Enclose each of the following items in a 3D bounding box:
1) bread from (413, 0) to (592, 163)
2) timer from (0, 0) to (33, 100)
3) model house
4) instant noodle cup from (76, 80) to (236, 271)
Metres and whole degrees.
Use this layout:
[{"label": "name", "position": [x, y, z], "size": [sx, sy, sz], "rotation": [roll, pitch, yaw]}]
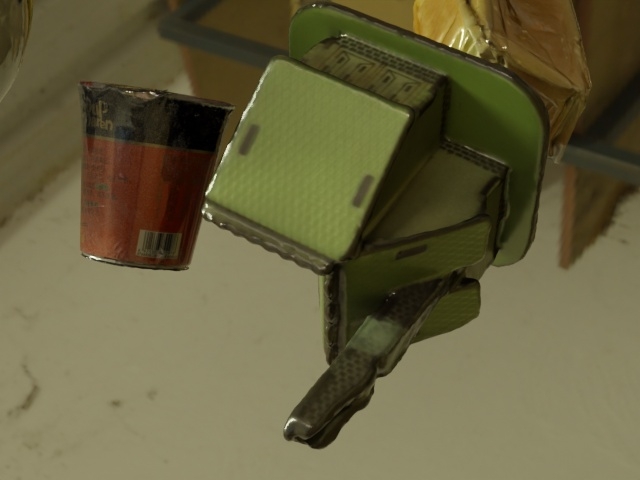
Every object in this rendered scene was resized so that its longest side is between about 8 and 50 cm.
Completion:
[{"label": "bread", "position": [0.158, -0.180, 1.129], "size": [0.107, 0.136, 0.241], "rotation": [-54, 23, 37]}, {"label": "timer", "position": [-0.356, -0.229, 0.993], "size": [0.285, 0.285, 0.285], "rotation": [-31, -48, -43]}, {"label": "model house", "position": [0.000, 0.000, 0.880], "size": [0.279, 0.218, 0.205], "rotation": [-48, -28, -32]}, {"label": "instant noodle cup", "position": [-0.135, -0.050, 0.974], "size": [0.127, 0.127, 0.136], "rotation": [2, -82, -55]}]
